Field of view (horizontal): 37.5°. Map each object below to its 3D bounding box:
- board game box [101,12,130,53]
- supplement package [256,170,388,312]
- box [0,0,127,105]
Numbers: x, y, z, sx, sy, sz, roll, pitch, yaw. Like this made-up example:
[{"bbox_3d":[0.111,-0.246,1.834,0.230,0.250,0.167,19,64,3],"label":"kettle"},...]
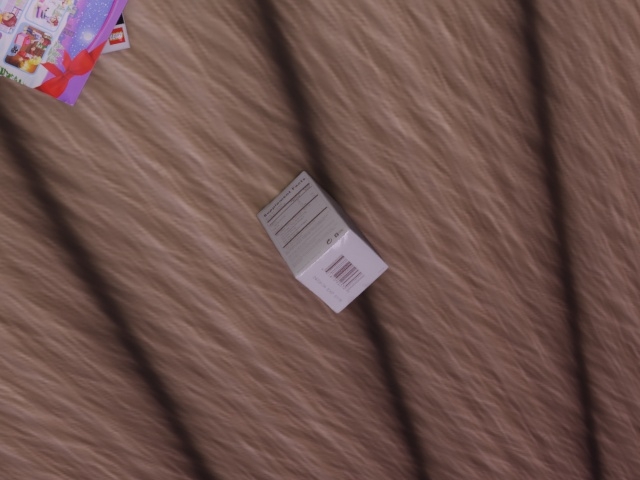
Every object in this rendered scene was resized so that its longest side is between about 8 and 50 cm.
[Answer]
[{"bbox_3d":[-0.392,-0.289,1.098,0.305,0.053,0.193,-16,125,-14],"label":"board game box"},{"bbox_3d":[0.000,0.000,1.381,0.105,0.179,0.105,-43,128,7],"label":"supplement package"},{"bbox_3d":[-0.305,-0.319,1.046,0.201,0.057,0.293,23,108,-32],"label":"box"}]
